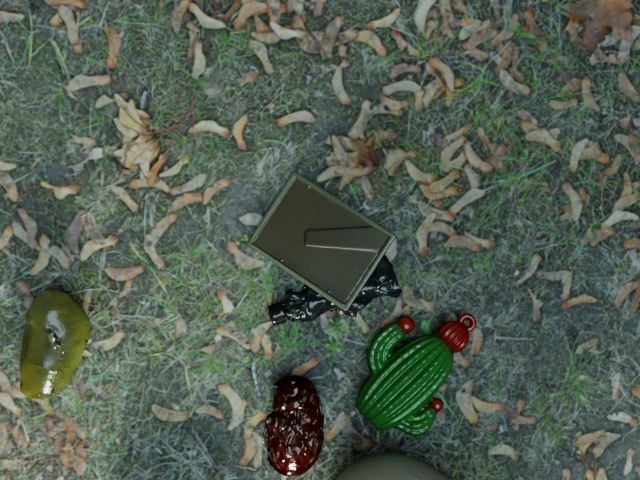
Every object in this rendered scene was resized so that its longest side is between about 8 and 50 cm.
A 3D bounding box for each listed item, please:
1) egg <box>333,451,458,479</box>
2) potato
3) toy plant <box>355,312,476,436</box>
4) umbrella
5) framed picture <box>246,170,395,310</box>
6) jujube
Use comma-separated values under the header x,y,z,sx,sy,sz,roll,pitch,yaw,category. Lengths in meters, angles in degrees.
x,y,z,sx,sy,sz,roll,pitch,yaw,category
0.121,0.514,1.515,0.354,0.354,0.340,-15,87,-4,egg
-0.435,0.172,1.528,0.105,0.085,0.188,19,100,-7,potato
0.153,0.213,1.602,0.154,0.088,0.240,22,88,6,toy plant
0.023,0.098,1.583,0.224,0.080,0.071,-18,135,0,umbrella
0.000,0.000,1.554,0.203,0.015,0.150,33,90,9,framed picture
-0.038,0.312,1.587,0.104,0.104,0.166,9,95,-8,jujube
